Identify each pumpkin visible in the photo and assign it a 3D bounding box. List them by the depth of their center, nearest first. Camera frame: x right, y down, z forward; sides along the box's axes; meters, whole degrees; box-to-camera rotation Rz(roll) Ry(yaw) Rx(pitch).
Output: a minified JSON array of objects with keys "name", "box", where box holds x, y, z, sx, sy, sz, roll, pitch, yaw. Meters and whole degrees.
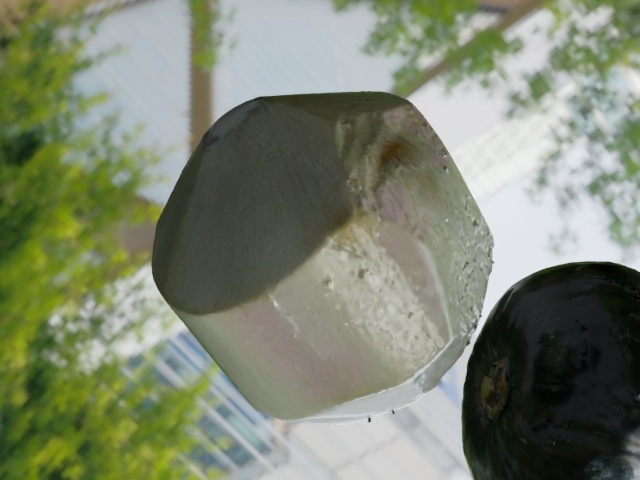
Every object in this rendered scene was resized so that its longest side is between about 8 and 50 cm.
[{"name":"pumpkin","box":[0.203,0.126,1.265,0.233,0.163,0.233,-166,-90,-80]}]

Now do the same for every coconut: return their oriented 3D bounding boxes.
[{"name":"coconut","box":[-0.002,0.003,1.108,0.241,0.241,0.241,-27,-145,21]}]
